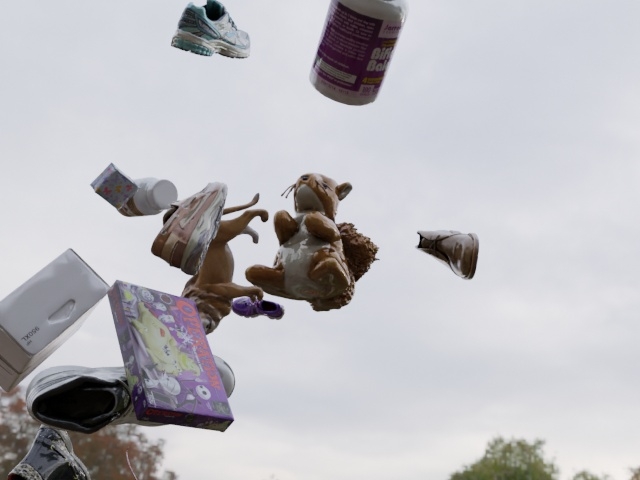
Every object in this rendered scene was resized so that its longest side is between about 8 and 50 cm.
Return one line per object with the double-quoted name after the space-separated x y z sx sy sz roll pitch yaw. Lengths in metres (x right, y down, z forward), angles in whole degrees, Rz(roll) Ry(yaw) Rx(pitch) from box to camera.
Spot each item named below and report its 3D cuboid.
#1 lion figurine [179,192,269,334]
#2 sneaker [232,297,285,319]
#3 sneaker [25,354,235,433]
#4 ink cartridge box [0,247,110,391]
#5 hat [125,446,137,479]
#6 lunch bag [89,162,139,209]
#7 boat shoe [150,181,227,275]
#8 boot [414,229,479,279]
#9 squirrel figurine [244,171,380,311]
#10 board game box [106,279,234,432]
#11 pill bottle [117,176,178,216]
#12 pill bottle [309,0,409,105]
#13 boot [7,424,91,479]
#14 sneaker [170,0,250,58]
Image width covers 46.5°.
-0.274 0.061 1.994 0.240 0.393 0.142 3 -3 -21 "lion figurine"
-0.192 0.197 2.264 0.169 0.068 0.071 2 -25 14 "sneaker"
-0.376 0.335 1.547 0.447 0.169 0.257 -3 0 -20 "sneaker"
-0.773 0.223 2.038 0.166 0.285 0.395 46 -38 -5 "ink cartridge box"
-0.392 0.615 1.671 0.208 0.173 0.184 11 -66 21 "hat"
-0.437 -0.113 1.591 0.083 0.071 0.053 44 -1 -43 "lunch bag"
-0.277 -0.049 1.596 0.116 0.324 0.123 17 -63 -3 "boat shoe"
0.299 0.025 1.771 0.115 0.112 0.305 10 5 -6 "boot"
0.000 0.000 2.236 0.280 0.371 0.397 -12 -32 28 "squirrel figurine"
-0.316 0.235 1.550 0.208 0.347 0.056 26 -65 -42 "board game box"
-0.591 -0.148 2.523 0.229 0.131 0.131 -2 -27 44 "pill bottle"
0.091 -0.457 1.598 0.169 0.169 0.302 13 -55 -9 "pill bottle"
-0.629 0.565 1.729 0.085 0.179 0.237 -10 -68 14 "boot"
-0.237 -0.503 1.765 0.110 0.283 0.122 23 -69 16 "sneaker"
